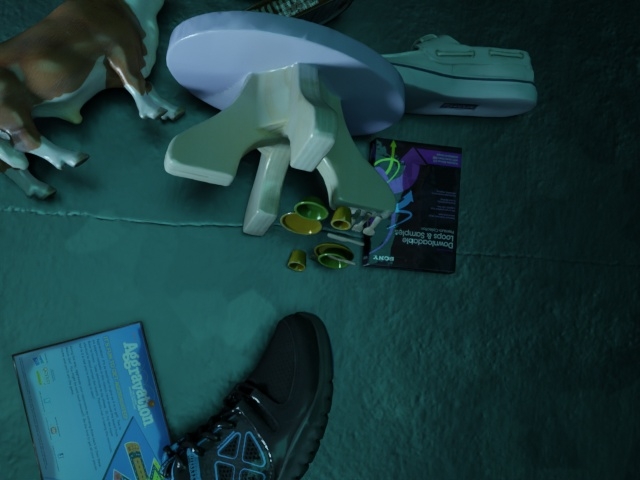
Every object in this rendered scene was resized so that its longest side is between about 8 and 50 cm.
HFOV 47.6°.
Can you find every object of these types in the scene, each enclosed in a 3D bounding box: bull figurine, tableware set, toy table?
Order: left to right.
[{"bbox_3d":[-0.267,-0.192,0.818,0.310,0.101,0.188,-36,93,-12],"label":"bull figurine"},{"bbox_3d":[-0.039,-0.122,0.799,0.274,0.252,0.161,7,66,-7],"label":"toy table"},{"bbox_3d":[0.000,0.000,0.824,0.104,0.154,0.024,17,62,-11],"label":"tableware set"}]

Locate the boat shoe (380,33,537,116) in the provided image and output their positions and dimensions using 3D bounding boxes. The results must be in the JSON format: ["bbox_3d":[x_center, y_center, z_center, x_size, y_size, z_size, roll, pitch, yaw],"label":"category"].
[{"bbox_3d":[0.147,-0.212,0.903,0.267,0.096,0.088,1,80,-12],"label":"boat shoe"}]

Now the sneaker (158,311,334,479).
[{"bbox_3d":[-0.090,0.226,0.779,0.139,0.125,0.341,25,74,-14],"label":"sneaker"}]

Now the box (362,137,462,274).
[{"bbox_3d":[0.116,-0.042,0.911,0.116,0.029,0.162,5,84,-10],"label":"box"}]

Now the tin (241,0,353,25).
[{"bbox_3d":[-0.041,-0.266,0.867,0.189,0.106,0.040,-28,97,-11],"label":"tin"}]

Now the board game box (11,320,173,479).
[{"bbox_3d":[-0.238,0.245,0.815,0.145,0.027,0.281,-14,87,-11],"label":"board game box"}]
